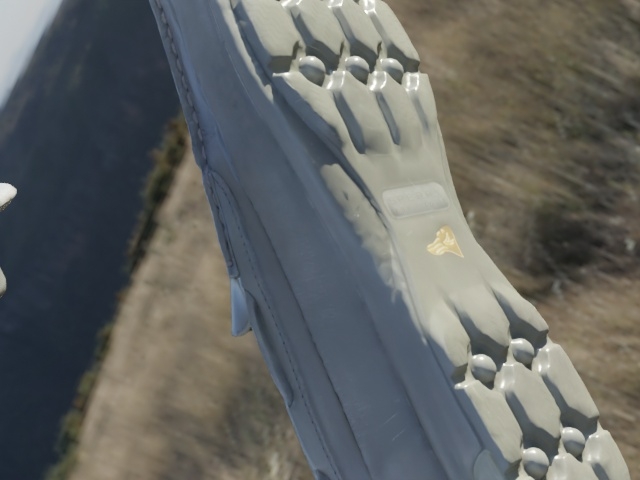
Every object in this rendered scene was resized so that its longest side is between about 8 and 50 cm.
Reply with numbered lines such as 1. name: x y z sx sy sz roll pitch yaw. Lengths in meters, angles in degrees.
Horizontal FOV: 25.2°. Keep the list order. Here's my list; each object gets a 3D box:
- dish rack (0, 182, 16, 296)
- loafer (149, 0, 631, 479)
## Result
1. dish rack: -0.304 0.072 0.586 0.332 0.072 0.285 -9 17 29
2. loafer: 0.000 0.000 0.555 0.111 0.112 0.319 -37 69 37
